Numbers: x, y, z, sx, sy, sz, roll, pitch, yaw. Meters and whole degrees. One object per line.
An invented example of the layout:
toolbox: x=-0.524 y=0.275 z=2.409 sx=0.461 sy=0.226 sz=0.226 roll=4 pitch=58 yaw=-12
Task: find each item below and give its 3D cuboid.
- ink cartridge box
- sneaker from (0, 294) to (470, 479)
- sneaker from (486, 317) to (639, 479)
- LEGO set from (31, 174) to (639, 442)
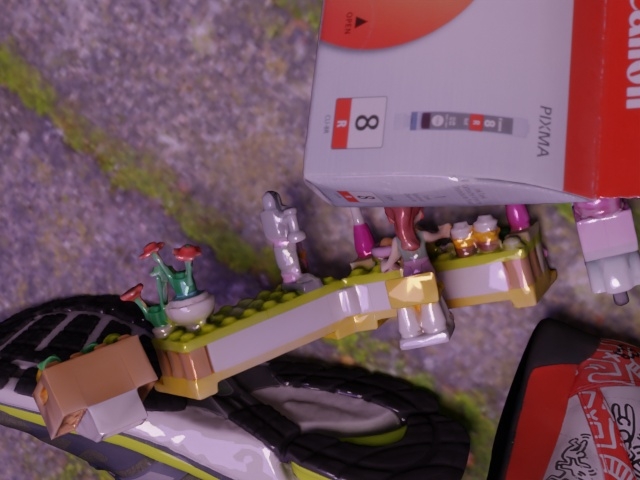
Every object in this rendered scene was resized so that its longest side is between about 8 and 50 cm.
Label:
ink cartridge box: x=0.086 y=-0.087 z=0.543 sx=0.179 sy=0.045 sz=0.145 roll=-2 pitch=71 yaw=25
sneaker: x=-0.074 y=0.121 z=0.700 sx=0.300 sy=0.111 sz=0.121 roll=17 pitch=119 yaw=18
sneaker: x=0.132 y=0.147 z=0.534 sx=0.145 sy=0.270 sz=0.090 roll=19 pitch=130 yaw=7
LEGO set: x=0.000 y=0.000 z=0.606 sx=0.287 sy=0.132 sz=0.107 roll=-14 pitch=99 yaw=3
